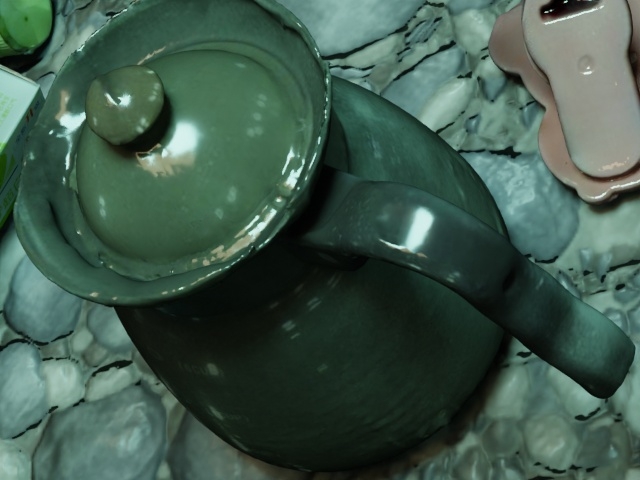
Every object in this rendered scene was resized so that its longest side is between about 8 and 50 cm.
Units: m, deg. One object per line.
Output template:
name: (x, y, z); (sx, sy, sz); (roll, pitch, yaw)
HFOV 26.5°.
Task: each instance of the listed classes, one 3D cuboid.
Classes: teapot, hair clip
teapot: (-0.020, 0.012, 0.712); (0.223, 0.285, 0.305); (-40, 54, 5)
hair clip: (0.170, -0.097, 0.825); (0.123, 0.102, 0.138); (-20, 91, 20)

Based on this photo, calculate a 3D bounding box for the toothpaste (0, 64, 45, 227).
toothpaste: (-0.295, 0.032, 0.944); (0.067, 0.081, 0.336); (23, 70, 9)

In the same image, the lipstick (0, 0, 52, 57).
lipstick: (-0.357, -0.178, 1.114); (0.304, 0.076, 0.076); (0, 66, 27)
